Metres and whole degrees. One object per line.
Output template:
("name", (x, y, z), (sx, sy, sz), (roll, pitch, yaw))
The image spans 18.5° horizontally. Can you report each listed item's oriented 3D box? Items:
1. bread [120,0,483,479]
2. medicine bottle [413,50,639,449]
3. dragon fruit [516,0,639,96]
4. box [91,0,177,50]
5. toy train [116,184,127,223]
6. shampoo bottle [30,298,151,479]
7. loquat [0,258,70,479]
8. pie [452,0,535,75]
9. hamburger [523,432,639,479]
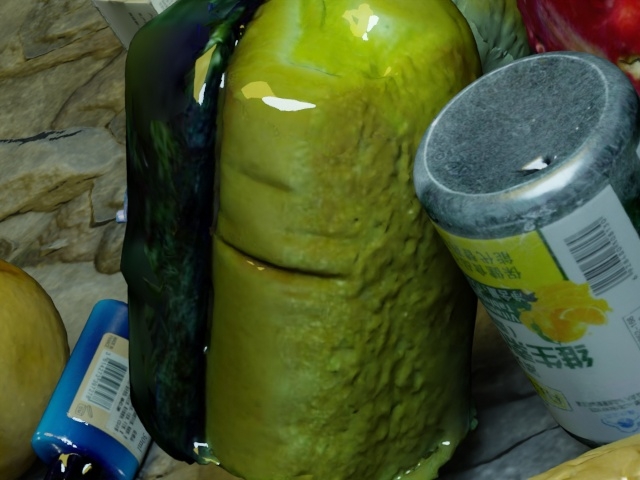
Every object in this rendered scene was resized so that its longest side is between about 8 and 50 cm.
("bread", (0.000, 0.000, 1.290), (0.208, 0.377, 0.251), (24, 35, 37))
("medicine bottle", (0.177, 0.032, 1.202), (0.141, 0.293, 0.141), (-22, 37, 18))
("dragon fruit", (0.262, -0.191, 1.366), (0.249, 0.371, 0.386), (-41, 66, 1))
("box", (-0.078, -0.194, 1.764), (0.095, 0.212, 0.168), (13, 55, 48))
("toy train", (-0.073, -0.018, 1.561), (0.131, 0.202, 0.300), (-8, 38, 7))
("shampoo bottle", (-0.171, 0.135, 1.554), (0.050, 0.087, 0.183), (-44, 19, 46))
("loquat", (-0.304, 0.106, 1.591), (0.208, 0.208, 0.208), (-22, 36, 17))
("pie", (0.096, -0.303, 1.566), (0.180, 0.418, 0.395), (-6, 53, 27))
("hamburger", (0.197, 0.231, 1.062), (0.259, 0.144, 0.283), (-26, 38, 11))
